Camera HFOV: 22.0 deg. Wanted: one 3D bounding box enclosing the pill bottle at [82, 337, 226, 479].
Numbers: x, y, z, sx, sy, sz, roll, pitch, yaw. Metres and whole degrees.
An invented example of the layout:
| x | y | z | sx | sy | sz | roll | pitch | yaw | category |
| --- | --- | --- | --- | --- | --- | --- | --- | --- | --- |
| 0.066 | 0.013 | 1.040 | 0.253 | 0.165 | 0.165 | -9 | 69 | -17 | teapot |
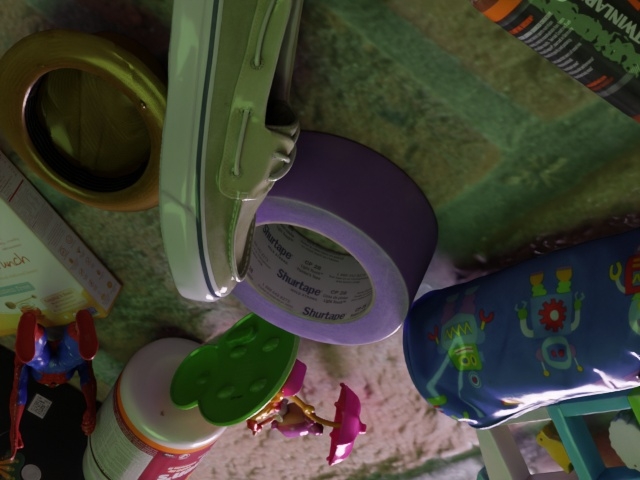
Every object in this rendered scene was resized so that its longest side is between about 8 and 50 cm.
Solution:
| x | y | z | sx | sy | sz | roll | pitch | yaw | category |
| --- | --- | --- | --- | --- | --- | --- | --- | --- | --- |
| -0.176 | 0.200 | 1.733 | 0.121 | 0.121 | 0.221 | 30 | 144 | -4 | pill bottle |

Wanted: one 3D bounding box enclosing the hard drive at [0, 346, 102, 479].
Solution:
| x | y | z | sx | sy | sz | roll | pitch | yaw | category |
| --- | --- | --- | --- | --- | --- | --- | --- | --- | --- |
| -0.368 | 0.240 | 1.805 | 0.339 | 0.237 | 0.064 | 31 | 144 | -7 | hard drive |

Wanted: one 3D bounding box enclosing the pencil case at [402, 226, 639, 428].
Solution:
| x | y | z | sx | sy | sz | roll | pitch | yaw | category |
| --- | --- | --- | --- | --- | --- | --- | --- | --- | --- |
| 0.205 | 0.074 | 1.335 | 0.119 | 0.133 | 0.306 | 11 | 160 | -40 | pencil case |

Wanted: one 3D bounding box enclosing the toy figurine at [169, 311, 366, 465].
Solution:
| x | y | z | sx | sy | sz | roll | pitch | yaw | category |
| --- | --- | --- | --- | --- | --- | --- | --- | --- | --- |
| -0.036 | 0.164 | 1.613 | 0.173 | 0.130 | 0.159 | -17 | 135 | 41 | toy figurine |

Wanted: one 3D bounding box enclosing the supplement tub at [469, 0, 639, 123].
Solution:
| x | y | z | sx | sy | sz | roll | pitch | yaw | category |
| --- | --- | --- | --- | --- | --- | --- | --- | --- | --- |
| 0.169 | -0.167 | 1.077 | 0.198 | 0.106 | 0.106 | 33 | 144 | -10 | supplement tub |

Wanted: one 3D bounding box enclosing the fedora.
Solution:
| x | y | z | sx | sy | sz | roll | pitch | yaw | category |
| --- | --- | --- | --- | --- | --- | --- | --- | --- | --- |
| -0.182 | -0.113 | 1.385 | 0.194 | 0.079 | 0.194 | 15 | 136 | 14 | fedora |

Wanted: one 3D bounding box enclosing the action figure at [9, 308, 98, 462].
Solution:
| x | y | z | sx | sy | sz | roll | pitch | yaw | category |
| --- | --- | --- | --- | --- | --- | --- | --- | --- | --- |
| -0.272 | 0.154 | 1.678 | 0.091 | 0.139 | 0.280 | 0 | 172 | -10 | action figure |

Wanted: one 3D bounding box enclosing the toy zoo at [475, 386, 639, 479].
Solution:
| x | y | z | sx | sy | sz | roll | pitch | yaw | category |
| --- | --- | --- | --- | --- | --- | --- | --- | --- | --- |
| 0.260 | 0.226 | 1.515 | 0.293 | 0.030 | 0.192 | -15 | 107 | 44 | toy zoo |

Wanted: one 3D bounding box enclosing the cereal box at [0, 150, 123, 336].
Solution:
| x | y | z | sx | sy | sz | roll | pitch | yaw | category |
| --- | --- | --- | --- | --- | --- | --- | --- | --- | --- |
| -0.333 | -0.006 | 1.637 | 0.173 | 0.047 | 0.240 | -12 | 130 | 39 | cereal box |

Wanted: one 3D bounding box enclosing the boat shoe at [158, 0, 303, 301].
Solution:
| x | y | z | sx | sy | sz | roll | pitch | yaw | category |
| --- | --- | --- | --- | --- | --- | --- | --- | --- | --- |
| -0.064 | -0.085 | 1.261 | 0.094 | 0.109 | 0.302 | 9 | 118 | 12 | boat shoe |

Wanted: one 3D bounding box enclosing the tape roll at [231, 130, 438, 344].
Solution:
| x | y | z | sx | sy | sz | roll | pitch | yaw | category |
| --- | --- | --- | --- | --- | --- | --- | --- | --- | --- |
| 0.000 | 0.000 | 1.412 | 0.189 | 0.080 | 0.189 | 16 | 143 | 13 | tape roll |
